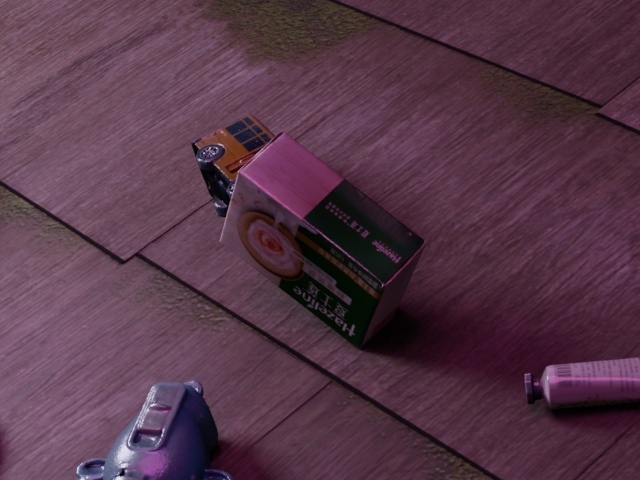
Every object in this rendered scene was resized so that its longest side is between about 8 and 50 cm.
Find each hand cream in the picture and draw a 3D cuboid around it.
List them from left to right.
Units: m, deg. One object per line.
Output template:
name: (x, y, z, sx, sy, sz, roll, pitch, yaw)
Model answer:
hand cream: (0.295, 0.137, 1.725, 0.195, 0.042, 0.067, -4, 32, 6)

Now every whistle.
whistle: (-0.165, 0.239, 1.715, 0.186, 0.093, 0.274, 3, 45, 21)

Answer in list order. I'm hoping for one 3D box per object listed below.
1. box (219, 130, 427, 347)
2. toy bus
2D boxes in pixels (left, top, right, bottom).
box: (0.000, 0.000, 1.850, 0.199, 0.135, 0.081, 39, 57, 14)
toy bus: (-0.064, -0.060, 2.039, 0.103, 0.091, 0.182, -28, 39, -14)
